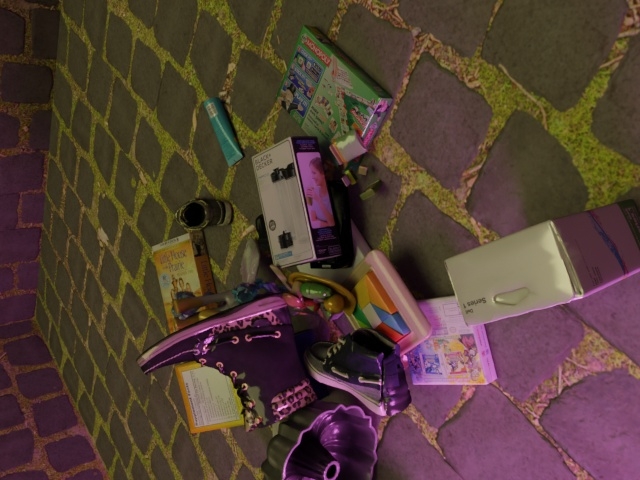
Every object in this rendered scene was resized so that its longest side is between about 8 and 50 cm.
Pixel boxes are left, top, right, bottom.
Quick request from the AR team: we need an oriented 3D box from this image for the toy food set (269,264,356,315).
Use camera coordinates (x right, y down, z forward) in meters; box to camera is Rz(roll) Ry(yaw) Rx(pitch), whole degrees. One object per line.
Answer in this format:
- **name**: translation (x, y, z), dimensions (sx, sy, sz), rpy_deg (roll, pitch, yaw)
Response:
- **toy food set**: translation (-0.025, 0.138, 1.390), dimensions (0.218, 0.071, 0.128), rpy_deg (12, 149, 30)

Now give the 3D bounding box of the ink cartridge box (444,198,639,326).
- **ink cartridge box**: translation (0.366, 0.034, 0.938), dimensions (0.201, 0.278, 0.117), rpy_deg (-28, 77, 48)

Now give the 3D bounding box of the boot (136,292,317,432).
- **boot**: translation (-0.210, 0.313, 1.398), dimensions (0.284, 0.377, 0.138), rpy_deg (67, 163, 4)

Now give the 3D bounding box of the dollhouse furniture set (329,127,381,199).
- **dollhouse furniture set**: translation (0.077, -0.170, 1.349), dimensions (0.076, 0.058, 0.152), rpy_deg (-25, 103, 34)

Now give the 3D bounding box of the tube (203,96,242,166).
- **tube**: translation (-0.295, -0.332, 1.803), dimensions (0.080, 0.052, 0.207), rpy_deg (-28, 82, 53)

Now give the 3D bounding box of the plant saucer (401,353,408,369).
- **plant saucer**: translation (0.150, 0.240, 1.425), dimensions (0.168, 0.029, 0.168), rpy_deg (12, 107, 46)

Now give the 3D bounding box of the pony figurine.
- **pony figurine**: translation (-0.222, 0.178, 1.650), dimensions (0.351, 0.363, 0.303), rpy_deg (28, 127, 60)

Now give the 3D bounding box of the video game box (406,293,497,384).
- **video game box**: translation (0.264, 0.214, 1.274), dimensions (0.205, 0.048, 0.187), rpy_deg (-16, 84, 50)

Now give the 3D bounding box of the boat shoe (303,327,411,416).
- **boat shoe**: translation (0.072, 0.259, 1.362), dimensions (0.340, 0.127, 0.158), rpy_deg (15, 121, 50)

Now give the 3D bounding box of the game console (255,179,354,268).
- **game console**: translation (-0.054, -0.037, 1.520), dimensions (0.361, 0.044, 0.213), rpy_deg (-1, 96, 48)

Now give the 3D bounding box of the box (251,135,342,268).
- **box**: translation (-0.060, -0.087, 1.418), dimensions (0.169, 0.087, 0.290), rpy_deg (-15, 85, 49)

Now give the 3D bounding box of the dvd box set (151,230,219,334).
- **dvd box set**: translation (-0.471, 0.196, 2.107), dimensions (0.307, 0.062, 0.420), rpy_deg (-13, 88, 49)

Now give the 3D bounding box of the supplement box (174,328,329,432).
- **supplement box**: translation (-0.191, 0.387, 1.637), dimensions (0.356, 0.195, 0.194), rpy_deg (-17, 84, 27)

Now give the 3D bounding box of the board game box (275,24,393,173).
- **board game box**: translation (0.021, -0.343, 1.434), dimensions (0.317, 0.046, 0.213), rpy_deg (51, 132, 29)

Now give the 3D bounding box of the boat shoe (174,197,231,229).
- **boat shoe**: translation (-0.409, -0.088, 1.944), dimensions (0.305, 0.091, 0.109), rpy_deg (-1, 91, 49)

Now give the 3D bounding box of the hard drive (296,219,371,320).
- **hard drive**: translation (0.000, 0.000, 1.532), dimensions (0.353, 0.047, 0.233), rpy_deg (59, 135, 22)

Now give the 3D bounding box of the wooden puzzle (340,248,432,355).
- **wooden puzzle**: translation (0.127, 0.161, 1.334), dimensions (0.221, 0.044, 0.239), rpy_deg (59, 147, 15)

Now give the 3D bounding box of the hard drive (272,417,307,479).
- **hard drive**: translation (-0.091, 0.630, 1.677), dimensions (0.307, 0.040, 0.203), rpy_deg (-145, 52, -72)

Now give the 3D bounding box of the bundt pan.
- **bundt pan**: translation (-0.014, 0.542, 1.448), dimensions (0.124, 0.331, 0.331), rpy_deg (11, 106, 46)
